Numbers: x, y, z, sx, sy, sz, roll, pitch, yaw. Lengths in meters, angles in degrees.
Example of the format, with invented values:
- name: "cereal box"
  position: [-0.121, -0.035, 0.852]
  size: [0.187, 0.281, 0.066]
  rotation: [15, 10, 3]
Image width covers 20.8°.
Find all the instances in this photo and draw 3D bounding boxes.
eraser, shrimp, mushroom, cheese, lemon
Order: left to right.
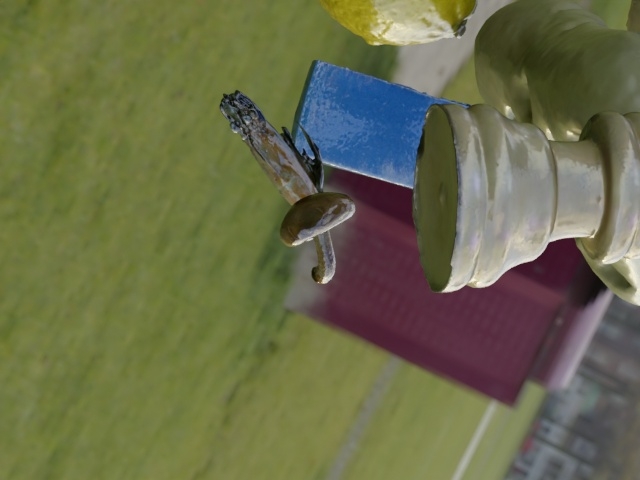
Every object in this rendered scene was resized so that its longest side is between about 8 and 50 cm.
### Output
- name: "shrimp"
  position: [-0.047, -0.111, 2.084]
  size: [0.046, 0.219, 0.152]
  rotation: [-32, -153, 15]
- name: "mushroom"
  position: [-0.008, -0.007, 1.974]
  size: [0.088, 0.073, 0.129]
  rotation: [-35, 147, -38]
- name: "lemon"
  position: [0.077, -0.304, 1.811]
  size: [0.192, 0.231, 0.192]
  rotation: [-42, 176, -4]
- name: "eraser"
  position: [0.113, -0.150, 2.491]
  size: [0.042, 0.312, 0.144]
  rotation: [-164, -91, -72]
- name: "cheese"
  position: [0.257, -0.134, 1.671]
  size: [0.129, 0.351, 0.328]
  rotation: [-27, 159, -3]

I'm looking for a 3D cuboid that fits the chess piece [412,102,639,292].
- name: "chess piece"
  position: [0.237, -0.039, 1.412]
  size: [0.124, 0.307, 0.139]
  rotation: [112, -28, -58]

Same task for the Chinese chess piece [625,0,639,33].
- name: "Chinese chess piece"
  position: [0.465, -0.285, 1.947]
  size: [0.338, 0.140, 0.338]
  rotation: [-43, 145, -41]
